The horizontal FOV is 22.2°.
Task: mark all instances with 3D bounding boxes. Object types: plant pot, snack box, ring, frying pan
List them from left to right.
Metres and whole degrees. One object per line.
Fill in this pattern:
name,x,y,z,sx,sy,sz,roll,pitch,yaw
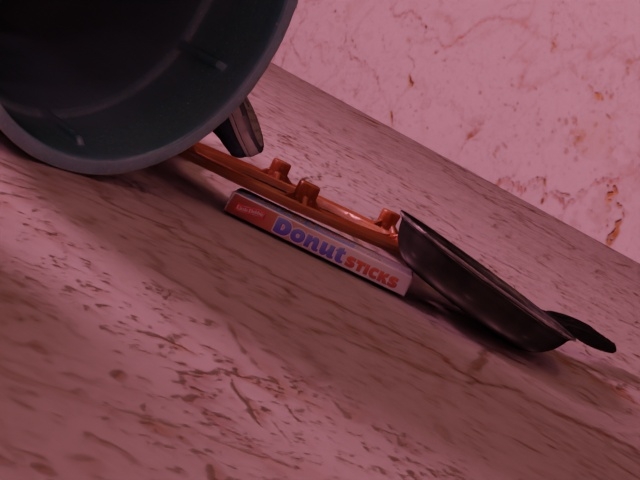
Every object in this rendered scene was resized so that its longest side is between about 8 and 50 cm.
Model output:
plant pot,-0.245,-0.270,1.378,0.334,0.341,0.341,28,8,41
ring,-0.031,-0.057,1.630,0.336,0.032,0.336,25,4,-2
snack box,0.000,0.000,1.472,0.178,0.022,0.064,26,7,1
frying pan,0.166,0.049,1.537,0.197,0.053,0.326,38,4,20

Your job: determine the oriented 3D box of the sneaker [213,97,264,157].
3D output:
sneaker,-0.159,-0.131,1.500,0.226,0.163,0.086,58,-1,30
